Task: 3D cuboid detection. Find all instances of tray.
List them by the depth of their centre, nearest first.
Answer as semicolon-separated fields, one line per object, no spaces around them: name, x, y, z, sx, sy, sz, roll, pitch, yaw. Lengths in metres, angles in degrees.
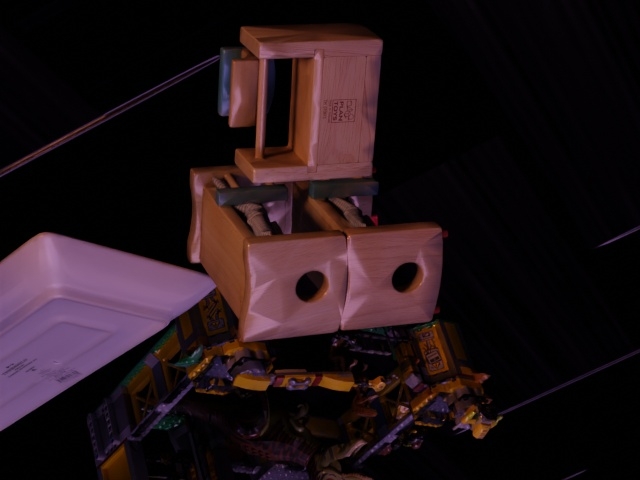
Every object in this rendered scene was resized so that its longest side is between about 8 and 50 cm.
tray;-0.206;0.077;1.048;0.145;0.030;0.270;16;143;-42

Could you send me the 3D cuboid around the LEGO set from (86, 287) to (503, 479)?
LEGO set;-0.013;0.180;1.176;0.255;0.192;0.331;-39;141;28

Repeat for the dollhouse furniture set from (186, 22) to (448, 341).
dollhouse furniture set;-0.001;-0.052;0.948;0.129;0.129;0.183;-5;114;-20

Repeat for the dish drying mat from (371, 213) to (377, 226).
dish drying mat;0.000;0.000;1.092;0.083;0.008;0.032;-11;145;-10
